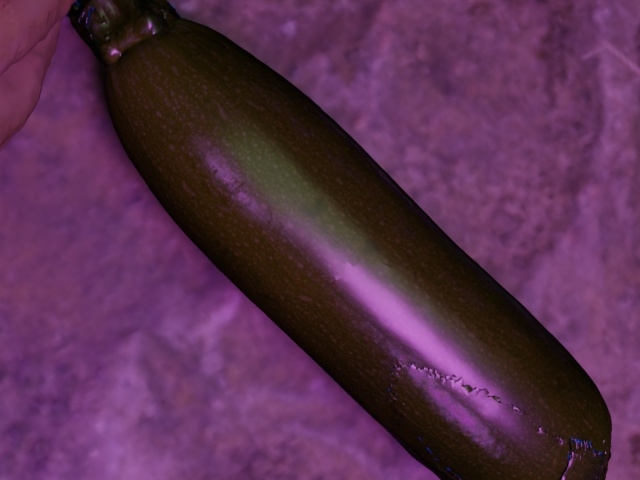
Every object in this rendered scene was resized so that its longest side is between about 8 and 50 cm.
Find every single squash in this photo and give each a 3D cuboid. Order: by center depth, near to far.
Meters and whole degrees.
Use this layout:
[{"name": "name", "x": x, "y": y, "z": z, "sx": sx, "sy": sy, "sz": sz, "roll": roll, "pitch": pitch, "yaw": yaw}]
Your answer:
[{"name": "squash", "x": 0.001, "y": -0.001, "z": 0.611, "sx": 0.331, "sy": 0.087, "sz": 0.087, "roll": 45, "pitch": 72, "yaw": -4}]

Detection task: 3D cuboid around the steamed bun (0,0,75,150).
[{"name": "steamed bun", "x": -0.186, "y": -0.138, "z": 0.424, "sx": 0.230, "sy": 0.372, "sz": 0.324, "roll": -20, "pitch": 79, "yaw": 2}]
